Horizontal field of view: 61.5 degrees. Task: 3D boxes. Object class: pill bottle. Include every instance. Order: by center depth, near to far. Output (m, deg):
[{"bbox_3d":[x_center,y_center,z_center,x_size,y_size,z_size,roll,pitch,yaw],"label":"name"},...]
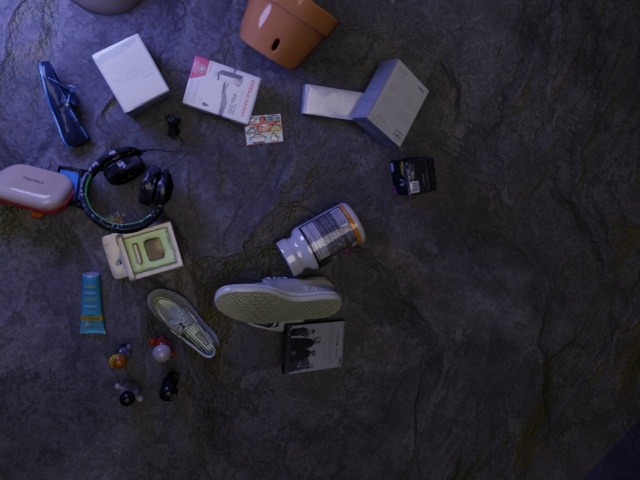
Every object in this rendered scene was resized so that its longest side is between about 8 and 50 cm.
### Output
[{"bbox_3d":[0.000,0.000,1.832,0.278,0.162,0.162,-29,104,-7],"label":"pill bottle"}]

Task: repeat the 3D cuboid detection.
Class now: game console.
[{"bbox_3d":[-0.770,-0.164,1.673,0.071,0.107,0.122,5,99,-43],"label":"game console"}]

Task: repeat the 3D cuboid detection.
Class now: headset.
[{"bbox_3d":[-0.552,-0.208,1.642,0.243,0.185,0.394,35,66,-6],"label":"headset"}]

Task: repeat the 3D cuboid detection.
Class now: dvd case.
[{"bbox_3d":[-0.022,0.378,1.921,0.238,0.029,0.179,0,99,-30],"label":"dvd case"}]

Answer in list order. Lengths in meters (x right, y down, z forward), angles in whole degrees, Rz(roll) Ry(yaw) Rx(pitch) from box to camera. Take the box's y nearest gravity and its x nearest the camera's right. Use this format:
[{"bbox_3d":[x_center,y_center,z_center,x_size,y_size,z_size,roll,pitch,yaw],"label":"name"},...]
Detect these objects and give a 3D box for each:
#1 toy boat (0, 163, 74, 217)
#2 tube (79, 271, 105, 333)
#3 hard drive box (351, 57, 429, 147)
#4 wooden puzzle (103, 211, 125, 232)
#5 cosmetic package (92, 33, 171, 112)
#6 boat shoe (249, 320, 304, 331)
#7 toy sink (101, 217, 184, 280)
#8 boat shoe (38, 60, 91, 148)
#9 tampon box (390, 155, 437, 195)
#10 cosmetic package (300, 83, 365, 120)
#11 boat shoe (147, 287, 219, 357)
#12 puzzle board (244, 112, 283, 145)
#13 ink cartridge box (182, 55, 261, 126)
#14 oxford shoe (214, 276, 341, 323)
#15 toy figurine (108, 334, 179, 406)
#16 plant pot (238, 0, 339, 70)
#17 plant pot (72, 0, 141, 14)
[{"bbox_3d":[-0.867,-0.129,1.629,0.231,0.151,0.151,15,134,-3],"label":"toy boat"},{"bbox_3d":[-0.743,0.206,1.750,0.080,0.052,0.207,3,104,-4],"label":"tube"},{"bbox_3d":[0.238,-0.459,1.812,0.181,0.089,0.232,34,80,-34],"label":"hard drive box"},{"bbox_3d":[-0.668,-0.062,1.744,0.083,0.006,0.049,-28,104,-8],"label":"wooden puzzle"},{"bbox_3d":[-0.563,-0.493,1.628,0.151,0.151,0.184,-29,103,-7],"label":"cosmetic package"},{"bbox_3d":[-0.162,0.284,1.880,0.226,0.076,0.083,3,98,-14],"label":"boat shoe"},{"bbox_3d":[-0.570,0.035,1.717,0.234,0.131,0.153,-15,101,-10],"label":"toy sink"},{"bbox_3d":[-0.772,-0.414,1.630,0.089,0.109,0.258,-19,119,-17],"label":"boat shoe"},{"bbox_3d":[0.321,-0.225,1.873,0.101,0.161,0.121,-11,100,-11],"label":"tampon box"},{"bbox_3d":[0.056,-0.462,1.826,0.239,0.060,0.099,5,99,-14],"label":"cosmetic package"},{"bbox_3d":[-0.451,0.273,1.800,0.302,0.094,0.109,44,87,-16],"label":"boat shoe"},{"bbox_3d":[-0.190,-0.374,1.807,0.128,0.011,0.096,-8,100,-12],"label":"puzzle board"},{"bbox_3d":[-0.312,-0.472,1.718,0.217,0.092,0.159,16,94,-13],"label":"ink cartridge box"},{"bbox_3d":[-0.143,0.186,1.811,0.449,0.130,0.169,2,135,-28],"label":"oxford shoe"},{"bbox_3d":[-0.574,0.432,1.768,0.209,0.148,0.213,-7,100,-12],"label":"toy figurine"},{"bbox_3d":[-0.118,-0.665,1.660,0.290,0.291,0.203,29,108,-16],"label":"plant pot"},{"bbox_3d":[-0.638,-0.819,1.541,0.284,0.191,0.284,-2,98,-13],"label":"plant pot"}]
